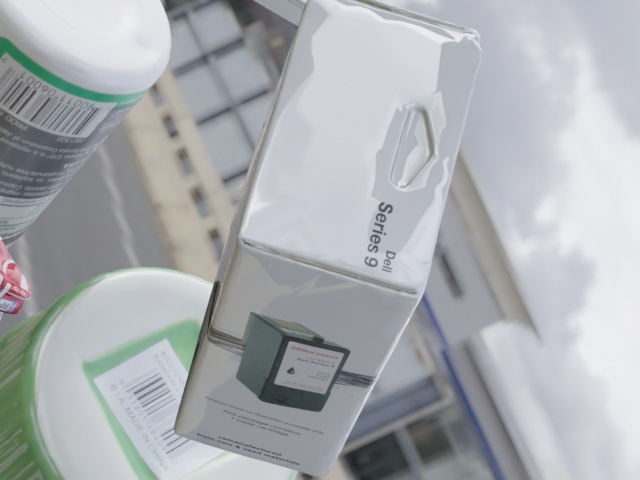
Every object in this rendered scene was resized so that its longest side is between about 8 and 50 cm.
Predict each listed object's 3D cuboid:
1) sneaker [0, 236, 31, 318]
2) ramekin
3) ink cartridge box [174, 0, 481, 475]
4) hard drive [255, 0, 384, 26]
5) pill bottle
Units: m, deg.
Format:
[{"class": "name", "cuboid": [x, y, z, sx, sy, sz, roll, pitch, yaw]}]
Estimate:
[{"class": "sneaker", "cuboid": [-0.265, 0.039, 1.430, 0.067, 0.042, 0.118, 54, 32, -5]}, {"class": "ramekin", "cuboid": [-0.162, 0.172, 1.698, 0.148, 0.303, 0.303, -42, -110, 53]}, {"class": "ink cartridge box", "cuboid": [0.000, 0.000, 1.262, 0.289, 0.121, 0.211, 112, -7, -58]}, {"class": "hard drive", "cuboid": [-0.078, -0.333, 2.060, 0.307, 0.040, 0.203, 32, 31, 6]}, {"class": "pill bottle", "cuboid": [-0.313, -0.111, 1.700, 0.204, 0.361, 0.204, 29, 36, -25]}]
